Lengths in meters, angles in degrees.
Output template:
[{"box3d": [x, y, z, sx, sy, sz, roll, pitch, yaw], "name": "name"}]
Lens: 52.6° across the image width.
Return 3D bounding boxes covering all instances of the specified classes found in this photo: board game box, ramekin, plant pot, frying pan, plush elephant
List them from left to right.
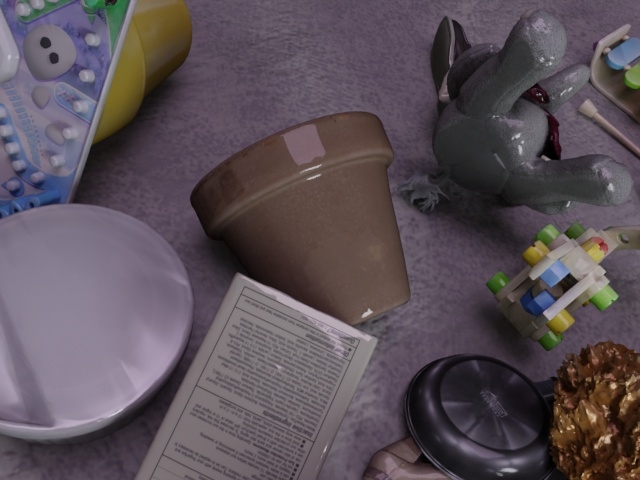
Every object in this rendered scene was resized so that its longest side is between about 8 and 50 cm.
[{"box3d": [-0.432, -0.244, 0.774, 0.389, 0.390, 0.050, 32, 25, 8], "name": "board game box"}, {"box3d": [-0.283, 0.101, 0.728, 0.272, 0.127, 0.273, 7, 57, -10], "name": "ramekin"}, {"box3d": [-0.317, -0.284, 0.910, 0.254, 0.254, 0.239, 33, 42, 9], "name": "plant pot"}, {"box3d": [0.000, 0.000, 0.809, 0.262, 0.263, 0.229, -19, 81, -24], "name": "plant pot"}, {"box3d": [0.291, -0.177, 0.960, 0.272, 0.330, 0.255, 53, 49, -10], "name": "plush elephant"}, {"box3d": [0.267, 0.220, 0.807, 0.325, 0.053, 0.197, 5, 41, -6], "name": "frying pan"}]

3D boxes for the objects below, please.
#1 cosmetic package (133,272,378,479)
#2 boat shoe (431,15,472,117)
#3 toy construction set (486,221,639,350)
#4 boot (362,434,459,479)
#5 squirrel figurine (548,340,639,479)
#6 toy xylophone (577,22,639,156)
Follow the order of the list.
[{"box3d": [-0.078, 0.207, 0.649, 0.160, 0.113, 0.310, 26, 81, 3], "name": "cosmetic package"}, {"box3d": [0.244, -0.296, 1.141, 0.068, 0.081, 0.228, 7, 64, -12], "name": "boat shoe"}, {"box3d": [0.364, 0.032, 0.873, 0.327, 0.215, 0.151, -17, 64, -22], "name": "toy construction set"}, {"box3d": [0.109, 0.290, 0.756, 0.087, 0.042, 0.118, -38, 70, -25], "name": "boot"}, {"box3d": [0.400, 0.303, 0.712, 0.370, 0.281, 0.397, -25, 59, -14], "name": "squirrel figurine"}, {"box3d": [0.628, -0.255, 1.201, 0.322, 0.081, 0.236, 40, 58, 13], "name": "toy xylophone"}]
